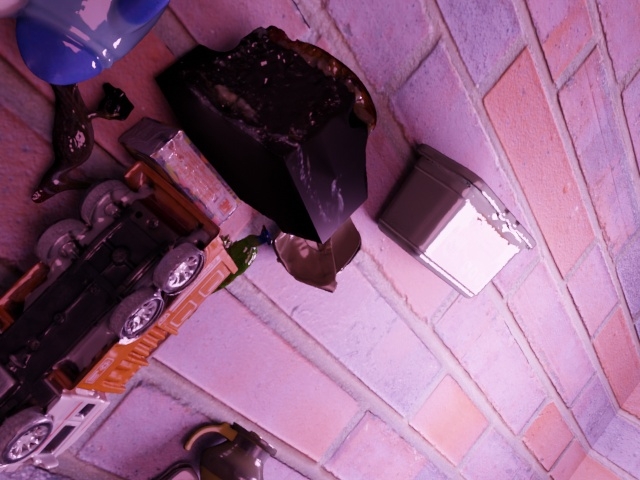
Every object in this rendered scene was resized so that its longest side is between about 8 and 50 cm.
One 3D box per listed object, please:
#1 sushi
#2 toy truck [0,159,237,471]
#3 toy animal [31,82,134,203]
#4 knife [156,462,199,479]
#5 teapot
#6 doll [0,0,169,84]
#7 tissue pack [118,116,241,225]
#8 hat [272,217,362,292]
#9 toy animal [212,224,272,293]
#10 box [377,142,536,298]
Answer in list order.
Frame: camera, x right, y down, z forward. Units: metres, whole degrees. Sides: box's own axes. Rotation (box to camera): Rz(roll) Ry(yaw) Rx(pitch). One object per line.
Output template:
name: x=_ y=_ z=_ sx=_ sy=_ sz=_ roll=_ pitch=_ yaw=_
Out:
sushi: x=-0.048 y=-0.164 z=0.867 sx=0.212 sy=0.227 sz=0.215 roll=-47 pitch=138 yaw=-20
toy truck: x=-0.292 y=0.108 z=0.825 sx=0.387 sy=0.173 sz=0.207 roll=-48 pitch=161 yaw=-10
toy animal: x=-0.305 y=-0.134 z=0.794 sx=0.105 sy=0.070 sz=0.202 roll=25 pitch=97 yaw=-31
knife: x=-0.327 y=0.473 z=1.081 sx=0.265 sy=0.040 sz=0.073 roll=-33 pitch=119 yaw=-23
teapot: x=-0.160 y=0.386 z=1.132 sx=0.166 sy=0.130 sz=0.119 roll=40 pitch=66 yaw=-12
doll: x=-0.271 y=-0.301 z=0.641 sx=0.366 sy=0.187 sz=0.376 roll=-6 pitch=133 yaw=-29
tissue pack: x=-0.188 y=-0.094 z=0.864 sx=0.060 sy=0.109 sz=0.148 roll=-49 pitch=132 yaw=-13
hat: x=0.000 y=0.000 z=1.105 sx=0.175 sy=0.085 sz=0.147 roll=-42 pitch=124 yaw=-46
toy animal: x=-0.153 y=0.040 z=1.002 sx=0.217 sy=0.075 sz=0.041 roll=-41 pitch=135 yaw=23
box: x=0.258 y=-0.021 z=1.238 sx=0.182 sy=0.175 sz=0.312 roll=-51 pitch=134 yaw=6
